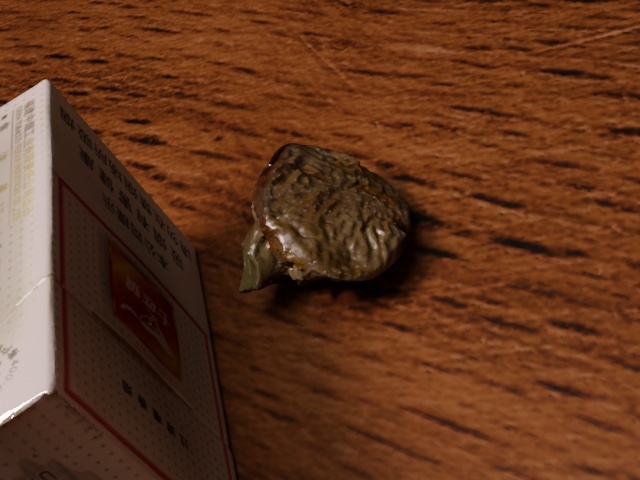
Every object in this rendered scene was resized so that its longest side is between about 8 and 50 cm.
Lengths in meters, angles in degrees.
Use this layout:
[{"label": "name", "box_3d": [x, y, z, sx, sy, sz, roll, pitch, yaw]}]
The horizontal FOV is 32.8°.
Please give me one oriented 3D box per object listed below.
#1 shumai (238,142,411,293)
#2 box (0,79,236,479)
[{"label": "shumai", "box_3d": [0.003, -0.012, 0.830, 0.123, 0.105, 0.139, 14, 60, -9]}, {"label": "box", "box_3d": [-0.160, 0.063, 0.759, 0.095, 0.210, 0.330, -29, 39, 10]}]
